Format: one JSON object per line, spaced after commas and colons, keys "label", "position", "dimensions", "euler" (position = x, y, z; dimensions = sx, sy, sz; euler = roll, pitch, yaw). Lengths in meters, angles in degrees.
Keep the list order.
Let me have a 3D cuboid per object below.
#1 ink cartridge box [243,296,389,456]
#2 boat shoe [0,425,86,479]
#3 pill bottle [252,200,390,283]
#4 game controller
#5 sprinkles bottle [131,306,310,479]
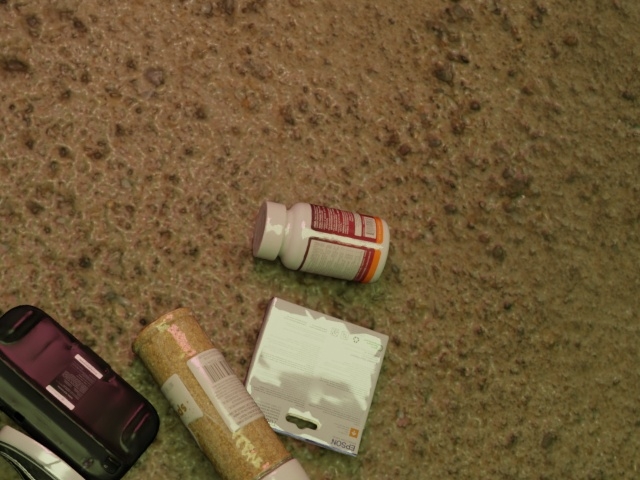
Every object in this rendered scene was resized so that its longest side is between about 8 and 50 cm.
{"label": "ink cartridge box", "position": [-0.014, 0.236, 1.845], "dimensions": [0.223, 0.045, 0.224], "euler": [20, 72, -10]}
{"label": "boat shoe", "position": [-0.401, 0.414, 1.655], "dimensions": [0.301, 0.108, 0.102], "euler": [45, 66, -9]}
{"label": "pill bottle", "position": [0.000, 0.000, 1.873], "dimensions": [0.221, 0.121, 0.121], "euler": [11, 73, -13]}
{"label": "game controller", "position": [-0.411, 0.246, 1.720], "dimensions": [0.319, 0.067, 0.166], "euler": [42, 50, -3]}
{"label": "sprinkles bottle", "position": [-0.161, 0.279, 1.721], "dimensions": [0.121, 0.121, 0.355], "euler": [-31, 76, -22]}
